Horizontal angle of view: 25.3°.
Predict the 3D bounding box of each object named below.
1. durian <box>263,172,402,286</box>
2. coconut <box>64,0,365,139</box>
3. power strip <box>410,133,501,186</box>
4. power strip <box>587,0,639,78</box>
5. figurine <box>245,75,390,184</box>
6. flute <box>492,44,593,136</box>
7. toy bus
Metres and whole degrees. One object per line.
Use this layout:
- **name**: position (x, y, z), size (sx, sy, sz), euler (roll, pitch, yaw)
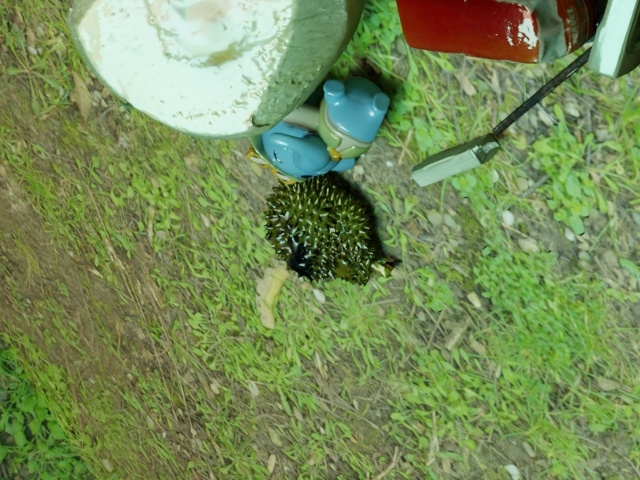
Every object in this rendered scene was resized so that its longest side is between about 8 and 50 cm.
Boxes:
- **durian**: position (0.000, 0.000, 2.268), size (0.237, 0.137, 0.193), euler (38, 142, 21)
- **coconut**: position (-0.125, -0.354, 1.951), size (0.404, 0.404, 0.405), euler (30, 138, 31)
- **power strip**: position (0.193, -0.114, 2.026), size (0.191, 0.047, 0.030), euler (-18, 109, 55)
- **power strip**: position (0.368, -0.309, 1.634), size (0.048, 0.080, 0.286), euler (29, 137, 23)
- **figurine**: position (-0.011, -0.173, 2.117), size (0.262, 0.180, 0.154), euler (142, 121, -60)
- **flute**: position (0.298, -0.199, 1.861), size (0.014, 0.014, 0.269), euler (52, 145, 3)
- **toy bus**: position (0.217, -0.288, 1.787), size (0.265, 0.120, 0.121), euler (16, 132, 43)
